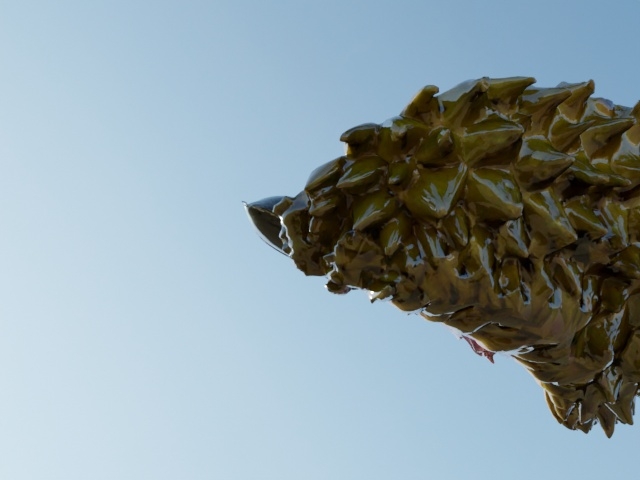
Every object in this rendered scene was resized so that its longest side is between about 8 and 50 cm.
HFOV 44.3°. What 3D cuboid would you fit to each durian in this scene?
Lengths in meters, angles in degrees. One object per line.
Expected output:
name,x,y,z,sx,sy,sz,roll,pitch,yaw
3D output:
durian,0.141,0.020,0.425,0.191,0.112,0.341,-39,-47,20

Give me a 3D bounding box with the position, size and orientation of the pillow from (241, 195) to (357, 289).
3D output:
pillow,0.001,-0.002,0.660,0.136,0.091,0.055,25,-68,5
